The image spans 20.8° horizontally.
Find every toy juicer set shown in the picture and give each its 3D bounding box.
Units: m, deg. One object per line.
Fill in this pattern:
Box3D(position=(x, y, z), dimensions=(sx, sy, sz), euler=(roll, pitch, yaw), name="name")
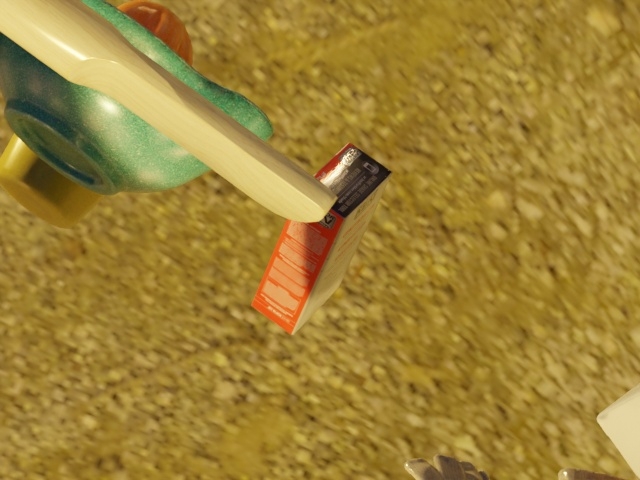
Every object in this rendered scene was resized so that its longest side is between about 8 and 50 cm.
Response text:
Box3D(position=(-0.123, -0.097, 0.811), dimensions=(0.089, 0.209, 0.329), euler=(-54, 22, -15), name="toy juicer set")

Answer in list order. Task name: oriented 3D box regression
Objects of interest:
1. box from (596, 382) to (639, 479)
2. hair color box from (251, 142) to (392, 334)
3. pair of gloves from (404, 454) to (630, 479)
Box3D(position=(0.330, 0.141, 1.387), dimensions=(0.130, 0.170, 0.091), euler=(56, 144, 6), name="box")
Box3D(position=(0.000, 0.000, 1.316), dimensions=(0.043, 0.141, 0.072), euler=(36, 46, 10), name="hair color box")
Box3D(position=(0.172, 0.252, 1.309), dimensions=(0.042, 0.240, 0.204), euler=(-59, 37, 32), name="pair of gloves")
